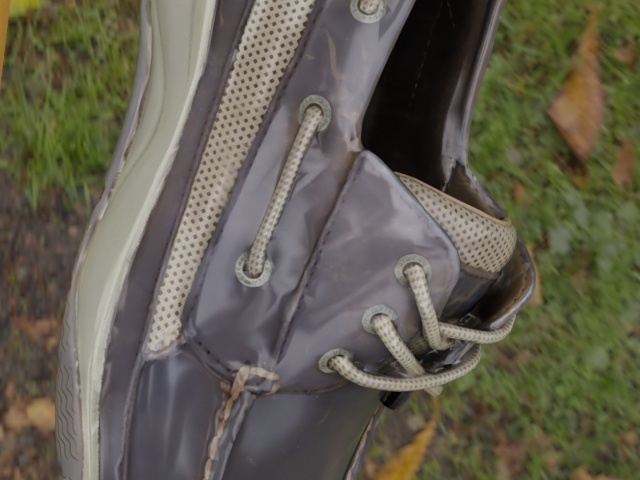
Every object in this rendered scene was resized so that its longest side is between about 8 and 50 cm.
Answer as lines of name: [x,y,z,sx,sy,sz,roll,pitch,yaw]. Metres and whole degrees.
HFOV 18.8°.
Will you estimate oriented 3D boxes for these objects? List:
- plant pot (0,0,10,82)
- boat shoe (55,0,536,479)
plant pot: [-0.174,-0.130,0.488,0.205,0.205,0.188,8,69,-12]
boat shoe: [0.000,0.000,0.674,0.130,0.132,0.355,9,96,27]
